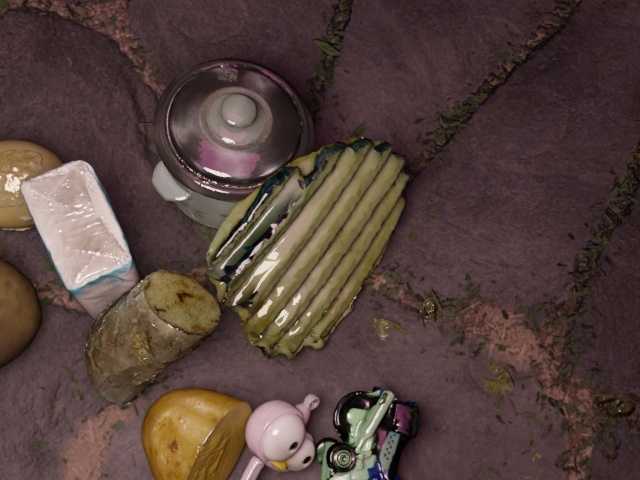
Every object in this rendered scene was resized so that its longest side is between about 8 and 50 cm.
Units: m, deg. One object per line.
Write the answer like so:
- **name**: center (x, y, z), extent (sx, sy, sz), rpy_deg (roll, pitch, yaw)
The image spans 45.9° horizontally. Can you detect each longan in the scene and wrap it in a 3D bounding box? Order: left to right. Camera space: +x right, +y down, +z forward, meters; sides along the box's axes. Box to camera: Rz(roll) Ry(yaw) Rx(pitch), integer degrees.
- **longan**: center (-0.583, 0.117, 1.231), extent (0.246, 0.215, 0.246), rpy_deg (29, 35, -23)

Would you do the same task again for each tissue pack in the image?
- **tissue pack**: center (-0.382, 0.010, 1.253), extent (0.124, 0.271, 0.201), rpy_deg (-22, 78, -14)

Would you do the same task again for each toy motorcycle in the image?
- **toy motorcycle**: center (0.083, 0.417, 1.279), extent (0.196, 0.125, 0.331), rpy_deg (19, 74, -10)

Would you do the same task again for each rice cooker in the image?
- **rice cooker**: center (-0.156, -0.162, 1.325), extent (0.316, 0.316, 0.264), rpy_deg (-31, 80, -16)

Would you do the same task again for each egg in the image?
- **egg**: center (-0.541, -0.099, 1.320), extent (0.201, 0.164, 0.164), rpy_deg (-3, 74, -4)

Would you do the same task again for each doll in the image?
- **doll**: center (-0.114, 0.404, 1.244), extent (0.094, 0.160, 0.365), rpy_deg (22, 70, 43)

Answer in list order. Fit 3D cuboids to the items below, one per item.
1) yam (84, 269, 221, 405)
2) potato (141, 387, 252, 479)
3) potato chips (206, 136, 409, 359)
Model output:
- **yam**: center (-0.283, 0.150, 1.228), extent (0.154, 0.254, 0.154), rpy_deg (27, 42, -27)
- **potato**: center (-0.223, 0.324, 1.247), extent (0.158, 0.203, 0.178), rpy_deg (23, 31, 23)
- **potato chips**: center (0.000, 0.000, 1.296), extent (0.070, 0.358, 0.429), rpy_deg (28, 78, 42)
